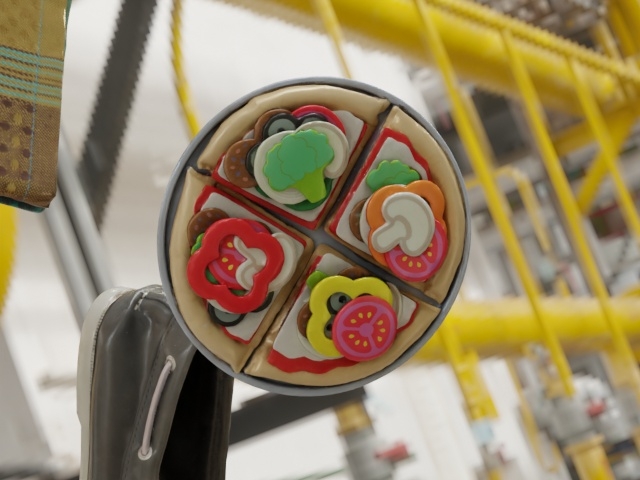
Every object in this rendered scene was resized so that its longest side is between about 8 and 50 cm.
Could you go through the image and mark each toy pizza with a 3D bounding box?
[{"bbox_3d":[0.000,0.000,1.146,0.201,0.201,0.032,-19,14,-11],"label":"toy pizza"}]

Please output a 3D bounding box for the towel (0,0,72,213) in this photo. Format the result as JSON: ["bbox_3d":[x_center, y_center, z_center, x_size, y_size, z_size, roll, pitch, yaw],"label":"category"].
[{"bbox_3d":[-0.273,-0.207,1.115,0.271,0.370,0.040,14,-30,-25],"label":"towel"}]

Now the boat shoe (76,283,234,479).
[{"bbox_3d":[-0.111,0.197,1.297,0.095,0.335,0.112,7,14,29],"label":"boat shoe"}]
